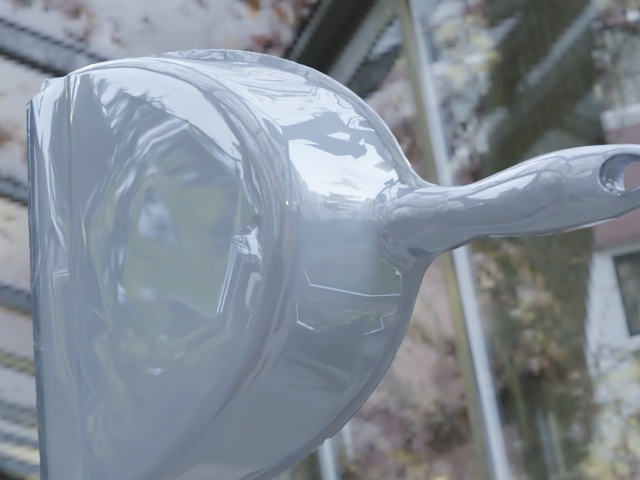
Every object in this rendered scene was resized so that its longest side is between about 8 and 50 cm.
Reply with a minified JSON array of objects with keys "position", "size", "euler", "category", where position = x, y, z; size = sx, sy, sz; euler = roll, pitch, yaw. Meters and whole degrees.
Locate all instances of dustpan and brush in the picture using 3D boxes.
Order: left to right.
[{"position":[0.000,0.000,0.523],"size":[0.060,0.147,0.211],"euler":[7,-16,-42],"category":"dustpan and brush"}]
